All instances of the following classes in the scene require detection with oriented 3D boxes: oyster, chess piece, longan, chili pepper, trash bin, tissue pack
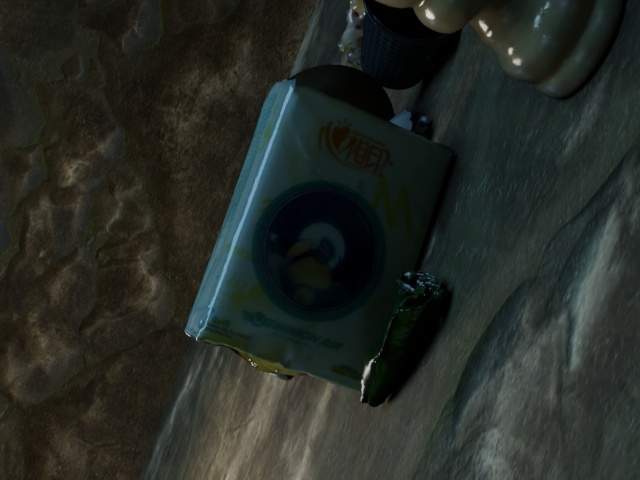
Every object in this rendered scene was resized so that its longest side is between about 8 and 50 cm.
[{"bbox_3d":[0.116,-0.442,2.260,0.361,0.096,0.221,143,141,-69],"label":"oyster"},{"bbox_3d":[0.177,-0.292,1.226,0.167,0.299,0.167,-158,90,-78],"label":"chess piece"},{"bbox_3d":[0.003,-0.158,1.862,0.243,0.300,0.300,19,87,40],"label":"longan"},{"bbox_3d":[0.102,0.131,1.434,0.108,0.062,0.216,-79,13,-63],"label":"chili pepper"},{"bbox_3d":[0.142,-0.351,1.859,0.161,0.175,0.175,107,176,-54],"label":"trash bin"},{"bbox_3d":[0.000,0.000,1.565,0.162,0.287,0.388,-1,69,71],"label":"tissue pack"}]

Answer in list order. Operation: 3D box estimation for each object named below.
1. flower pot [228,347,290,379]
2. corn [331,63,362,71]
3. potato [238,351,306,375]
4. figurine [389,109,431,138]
[{"bbox_3d":[-0.103,0.186,2.070,0.107,0.157,0.157,-59,9,-16],"label":"flower pot"},{"bbox_3d":[0.015,-0.222,2.258,0.122,0.123,0.305,132,156,-81],"label":"corn"},{"bbox_3d":[-0.056,0.136,1.854,0.307,0.173,0.210,148,140,-66],"label":"potato"},{"bbox_3d":[0.140,-0.162,1.754,0.086,0.082,0.094,-38,39,36],"label":"figurine"}]
